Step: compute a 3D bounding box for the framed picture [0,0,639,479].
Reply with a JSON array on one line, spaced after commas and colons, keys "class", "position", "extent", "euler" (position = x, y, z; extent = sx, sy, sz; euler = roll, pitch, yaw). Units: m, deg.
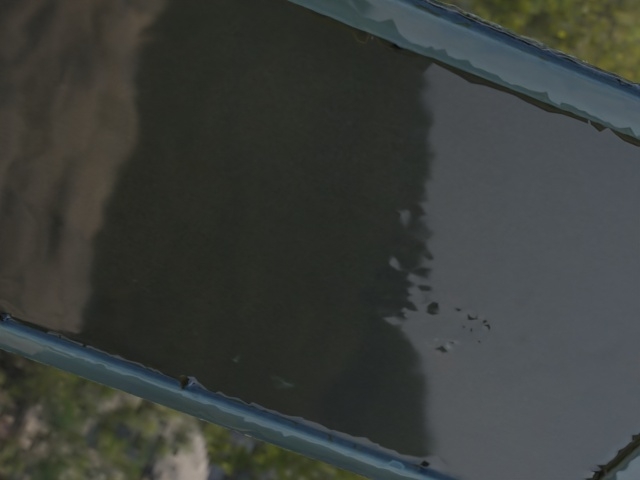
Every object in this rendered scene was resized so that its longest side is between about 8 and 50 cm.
[{"class": "framed picture", "position": [0.000, 0.000, 0.465], "extent": [0.217, 0.274, 0.017], "euler": [125, -18, -50]}]
